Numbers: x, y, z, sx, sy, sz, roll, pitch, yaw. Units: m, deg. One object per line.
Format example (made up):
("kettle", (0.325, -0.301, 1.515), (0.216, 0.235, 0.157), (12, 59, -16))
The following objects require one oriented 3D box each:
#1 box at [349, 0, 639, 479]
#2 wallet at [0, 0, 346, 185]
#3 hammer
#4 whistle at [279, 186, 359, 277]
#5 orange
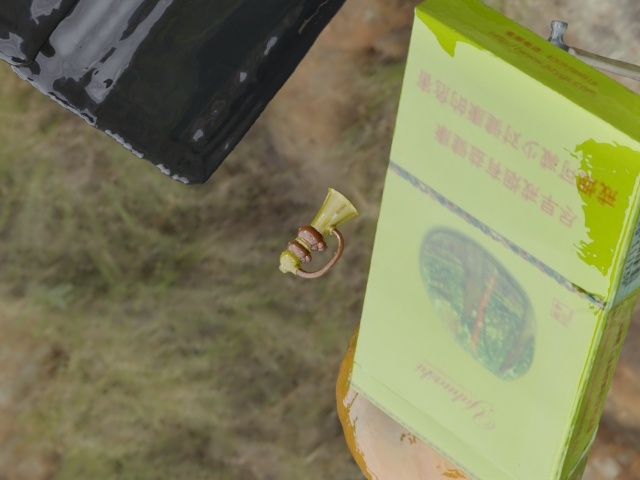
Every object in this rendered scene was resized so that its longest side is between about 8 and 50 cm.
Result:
("box", (0.117, 0.021, 1.130), (0.187, 0.047, 0.335), (35, 136, 28))
("wallet", (-0.088, -0.186, 0.948), (0.041, 0.247, 0.323), (38, -178, 40))
("hammer", (0.327, -0.189, 1.904), (0.017, 0.182, 0.062), (-151, 76, -71))
("whistle", (0.001, 0.000, 1.938), (0.057, 0.109, 0.046), (36, 169, 3))
("orange", (0.123, 0.122, 1.501), (0.240, 0.240, 0.171), (17, 164, 41))
